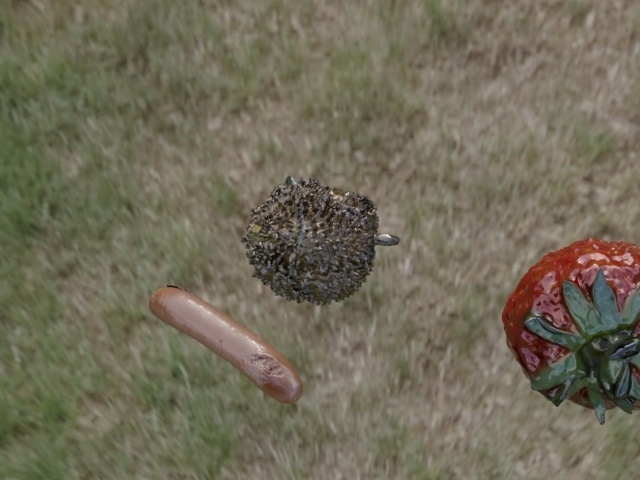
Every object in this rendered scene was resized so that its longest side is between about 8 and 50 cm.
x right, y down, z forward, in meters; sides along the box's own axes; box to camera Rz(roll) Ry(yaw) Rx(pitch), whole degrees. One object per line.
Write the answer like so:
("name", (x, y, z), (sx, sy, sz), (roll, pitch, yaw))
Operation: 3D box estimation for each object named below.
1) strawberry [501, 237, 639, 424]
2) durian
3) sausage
("strawberry", (0.195, 0.051, 1.088), (0.131, 0.131, 0.148), (33, 41, 10))
("durian", (0.000, 0.000, 0.929), (0.091, 0.080, 0.080), (1, 74, 2))
("sausage", (-0.090, 0.095, 1.544), (0.186, 0.043, 0.043), (32, 76, 28))
